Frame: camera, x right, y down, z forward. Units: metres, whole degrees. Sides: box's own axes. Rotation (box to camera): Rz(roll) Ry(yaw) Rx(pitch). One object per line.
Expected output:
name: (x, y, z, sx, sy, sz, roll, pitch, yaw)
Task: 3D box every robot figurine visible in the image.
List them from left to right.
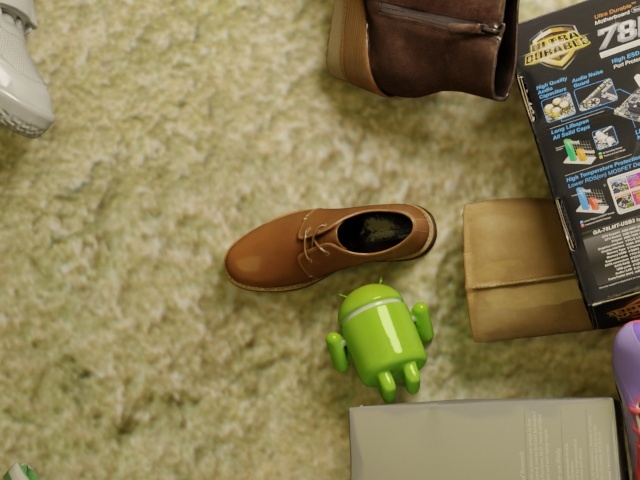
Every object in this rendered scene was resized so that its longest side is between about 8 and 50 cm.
robot figurine: (0.057, 0.091, 1.352, 0.101, 0.067, 0.115, -20, 67, -4)

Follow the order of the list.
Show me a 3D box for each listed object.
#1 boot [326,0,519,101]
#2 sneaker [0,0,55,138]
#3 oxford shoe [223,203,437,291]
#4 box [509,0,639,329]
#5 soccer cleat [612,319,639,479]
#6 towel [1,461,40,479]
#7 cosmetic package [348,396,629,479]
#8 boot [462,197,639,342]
boot: (0.100, -0.254, 1.342, 0.207, 0.090, 0.248, 10, 101, 40)
sneaker: (-0.336, -0.290, 1.463, 0.210, 0.137, 0.366, -40, 73, 10)
oxford shoe: (0.000, 0.000, 1.379, 0.212, 0.076, 0.076, -14, 82, 14)
box: (0.337, -0.100, 1.261, 0.295, 0.073, 0.293, -18, 61, 9)
soccer cleat: (0.291, 0.184, 1.216, 0.083, 0.095, 0.248, 3, 123, 36)
towel: (-0.321, 0.393, 1.370, 0.248, 0.038, 0.325, 28, 93, 58)
cosmetic package: (0.151, 0.192, 1.292, 0.238, 0.127, 0.107, -7, 82, 16)
boot: (0.269, 0.070, 1.299, 0.269, 0.089, 0.236, -5, 70, 13)
